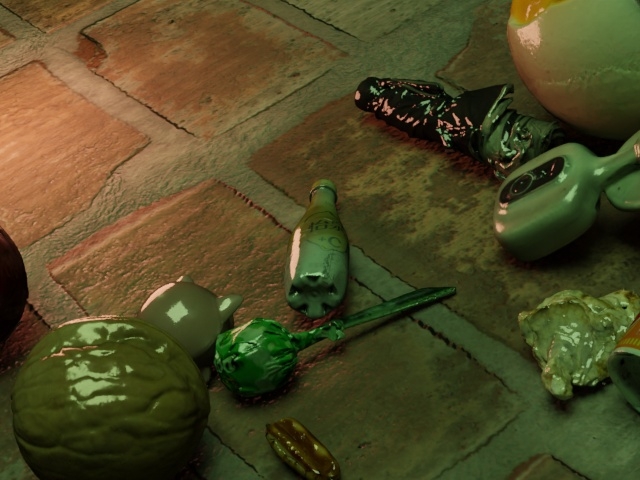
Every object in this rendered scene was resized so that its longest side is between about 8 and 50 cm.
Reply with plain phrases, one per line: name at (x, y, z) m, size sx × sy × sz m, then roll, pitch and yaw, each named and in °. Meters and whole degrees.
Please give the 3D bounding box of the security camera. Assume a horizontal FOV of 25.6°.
security camera at (0.347, -0.081, 1.746) m, size 0.301 × 0.080 × 0.157 m, roll -27°, pitch 29°, yaw 32°

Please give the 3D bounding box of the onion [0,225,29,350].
onion at (-0.520, 0.065, 1.850) m, size 0.280 × 0.281 × 0.221 m, roll 3°, pitch 5°, yaw 22°

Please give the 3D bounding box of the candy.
candy at (0.024, 0.106, 1.727) m, size 0.323 × 0.097 × 0.097 m, roll -19°, pitch 37°, yaw -17°

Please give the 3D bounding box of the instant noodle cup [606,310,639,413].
instant noodle cup at (0.411, 0.102, 1.538) m, size 0.168 × 0.168 × 0.185 m, roll 26°, pitch 60°, yaw 41°

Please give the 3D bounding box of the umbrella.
umbrella at (0.182, -0.174, 1.995) m, size 0.113 × 0.106 × 0.357 m, roll -41°, pitch 44°, yaw -25°

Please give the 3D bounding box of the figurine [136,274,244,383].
figurine at (-0.168, 0.110, 1.750) m, size 0.125 × 0.125 × 0.138 m, roll 19°, pitch 64°, yaw 36°

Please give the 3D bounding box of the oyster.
oyster at (0.307, 0.109, 1.617) m, size 0.163 × 0.081 × 0.191 m, roll 4°, pitch 44°, yaw 16°

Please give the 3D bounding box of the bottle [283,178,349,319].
bottle at (0.000, 0.000, 1.857) m, size 0.083 × 0.083 × 0.270 m, roll -8°, pitch 32°, yaw 10°

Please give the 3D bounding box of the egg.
egg at (0.372, -0.250, 1.902) m, size 0.201 × 0.337 × 0.337 m, roll -33°, pitch 34°, yaw 17°

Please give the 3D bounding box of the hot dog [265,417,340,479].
hot dog at (-0.020, 0.243, 1.594) m, size 0.049 × 0.037 × 0.122 m, roll -20°, pitch 41°, yaw -26°

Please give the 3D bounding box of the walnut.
walnut at (-0.236, 0.191, 1.594) m, size 0.228 × 0.228 × 0.228 m, roll -9°, pitch 38°, yaw 7°
